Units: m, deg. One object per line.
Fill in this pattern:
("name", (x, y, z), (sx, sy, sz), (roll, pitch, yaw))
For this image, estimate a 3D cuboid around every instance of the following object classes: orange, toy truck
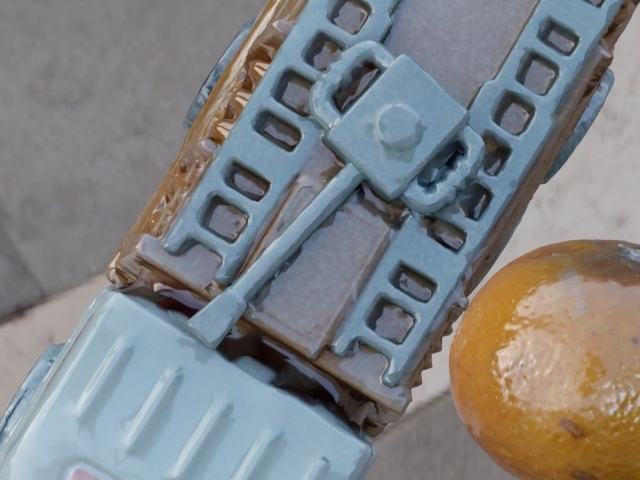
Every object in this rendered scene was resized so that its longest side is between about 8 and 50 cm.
("orange", (0.195, 0.083, 1.221), (0.224, 0.170, 0.224), (11, 17, -3))
("toy truck", (0.000, 0.000, 0.617), (0.136, 0.162, 0.305), (31, 83, -2))
